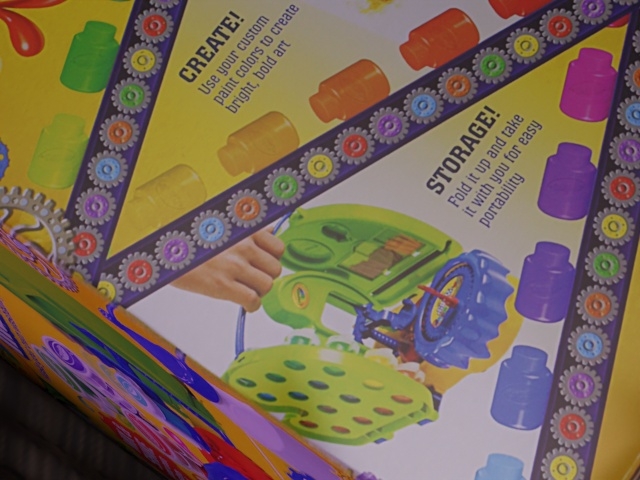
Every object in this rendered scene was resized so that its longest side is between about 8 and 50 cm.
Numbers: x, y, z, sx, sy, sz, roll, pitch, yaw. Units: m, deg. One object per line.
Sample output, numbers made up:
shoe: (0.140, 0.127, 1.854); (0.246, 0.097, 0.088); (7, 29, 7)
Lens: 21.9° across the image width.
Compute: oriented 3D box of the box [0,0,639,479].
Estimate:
box: (0.000, 0.000, 0.586); (0.279, 0.290, 0.177); (34, 75, 14)
